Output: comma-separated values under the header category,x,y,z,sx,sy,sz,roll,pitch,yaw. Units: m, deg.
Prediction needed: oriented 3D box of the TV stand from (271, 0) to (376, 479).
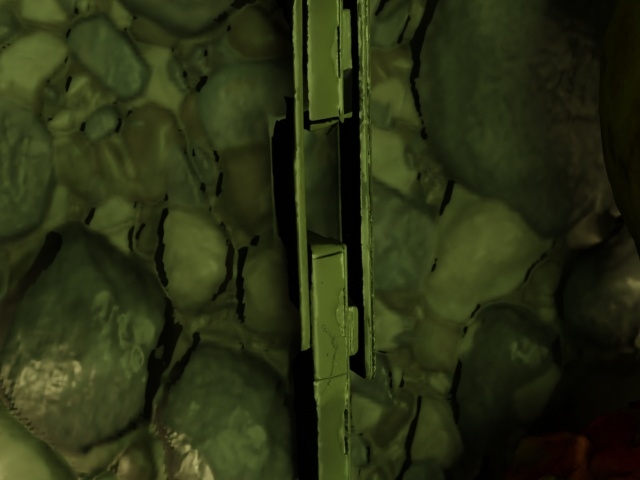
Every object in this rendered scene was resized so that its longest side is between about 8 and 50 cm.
category,x,y,z,sx,sy,sz,roll,pitch,yaw
TV stand,0.000,0.000,0.894,0.042,0.036,0.249,-10,108,-26

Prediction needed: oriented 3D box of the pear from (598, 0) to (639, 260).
category,x,y,z,sx,sy,sz,roll,pitch,yaw
pear,0.270,-0.041,0.871,0.304,0.304,0.304,-8,108,-25

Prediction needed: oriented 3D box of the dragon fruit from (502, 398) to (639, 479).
category,x,y,z,sx,sy,sz,roll,pitch,yaw
dragon fruit,0.188,0.186,0.940,0.252,0.241,0.241,-18,112,-38
